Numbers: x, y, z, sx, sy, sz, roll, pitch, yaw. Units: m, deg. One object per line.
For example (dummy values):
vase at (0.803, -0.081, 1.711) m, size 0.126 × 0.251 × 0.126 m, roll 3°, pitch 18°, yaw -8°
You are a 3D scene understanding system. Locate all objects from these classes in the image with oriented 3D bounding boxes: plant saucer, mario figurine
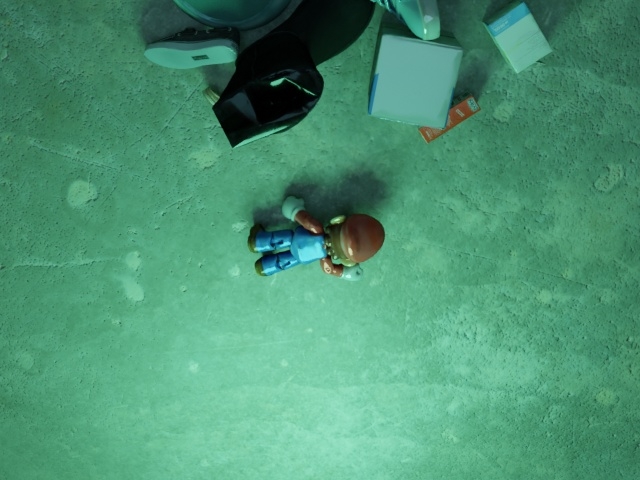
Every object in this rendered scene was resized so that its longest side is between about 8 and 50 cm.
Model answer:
plant saucer at (-0.203, -0.573, 1.695) m, size 0.317 × 0.044 × 0.318 m, roll 6°, pitch 132°, yaw 7°
mario figurine at (0.000, 0.000, 1.956) m, size 0.320 × 0.170 × 0.198 m, roll -8°, pitch 147°, yaw 15°

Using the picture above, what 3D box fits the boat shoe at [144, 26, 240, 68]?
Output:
boat shoe at (-0.280, -0.436, 1.794) m, size 0.228 × 0.076 × 0.080 m, roll -1°, pitch 155°, yaw 24°

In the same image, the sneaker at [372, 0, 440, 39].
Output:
sneaker at (0.114, -0.523, 1.639) m, size 0.150 × 0.366 × 0.135 m, roll -25°, pitch 152°, yaw -1°

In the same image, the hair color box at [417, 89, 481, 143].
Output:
hair color box at (0.289, -0.281, 1.844) m, size 0.141 × 0.072 × 0.043 m, roll -32°, pitch 106°, yaw 13°

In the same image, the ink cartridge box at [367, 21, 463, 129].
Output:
ink cartridge box at (0.195, -0.357, 1.731) m, size 0.168 × 0.233 × 0.171 m, roll 10°, pitch 111°, yaw 0°

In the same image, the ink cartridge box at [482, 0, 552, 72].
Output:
ink cartridge box at (0.432, -0.438, 1.770) m, size 0.090 × 0.092 × 0.143 m, roll -32°, pitch 107°, yaw 13°

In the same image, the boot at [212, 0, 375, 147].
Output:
boot at (-0.035, -0.372, 1.615) m, size 0.367 × 0.445 × 0.146 m, roll -37°, pitch 106°, yaw 14°

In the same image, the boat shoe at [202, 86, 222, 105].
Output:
boat shoe at (-0.190, -0.304, 1.855) m, size 0.170 × 0.063 × 0.059 m, roll 35°, pitch 105°, yaw -21°
